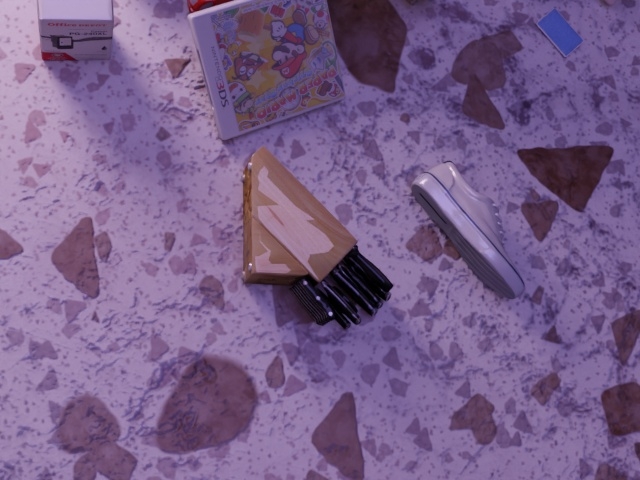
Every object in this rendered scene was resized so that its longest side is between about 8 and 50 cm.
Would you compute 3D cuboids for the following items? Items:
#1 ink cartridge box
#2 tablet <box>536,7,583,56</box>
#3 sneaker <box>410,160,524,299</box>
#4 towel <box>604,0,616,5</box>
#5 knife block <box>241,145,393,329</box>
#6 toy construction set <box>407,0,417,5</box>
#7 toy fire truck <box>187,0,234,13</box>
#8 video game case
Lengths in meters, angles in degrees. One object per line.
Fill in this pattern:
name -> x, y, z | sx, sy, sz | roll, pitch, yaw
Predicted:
ink cartridge box -> -0.373, -0.331, 1.473 | 0.109, 0.150, 0.063 | -3, 78, -15
tablet -> 0.436, -0.379, 1.767 | 0.054, 0.006, 0.083 | -41, 89, -18
sneaker -> 0.262, -0.023, 1.596 | 0.091, 0.094, 0.258 | -37, 88, -14
towel -> 0.501, -0.610, 1.667 | 0.332, 0.317, 0.053 | 49, 57, -4
knife block -> 0.000, 0.000, 1.528 | 0.242, 0.088, 0.275 | 2, 77, -15
toy construction set -> 0.133, -0.542, 1.623 | 0.257, 0.237, 0.309 | 25, 100, 33
toy fire truck -> -0.115, -0.417, 1.566 | 0.192, 0.135, 0.047 | -12, 81, -17
video game case -> -0.080, -0.291, 1.549 | 0.227, 0.026, 0.206 | -22, 117, -18
